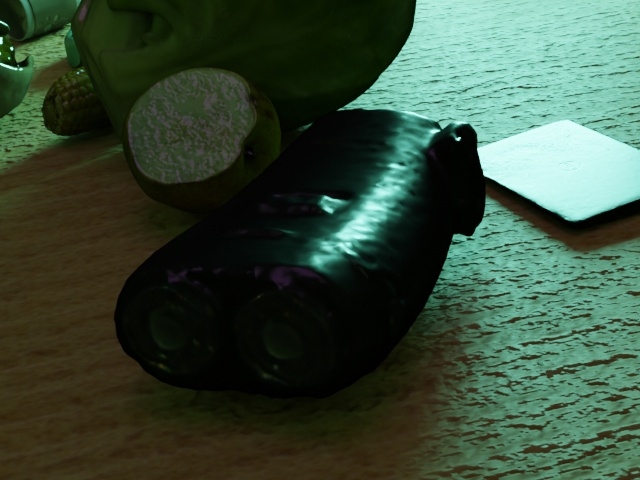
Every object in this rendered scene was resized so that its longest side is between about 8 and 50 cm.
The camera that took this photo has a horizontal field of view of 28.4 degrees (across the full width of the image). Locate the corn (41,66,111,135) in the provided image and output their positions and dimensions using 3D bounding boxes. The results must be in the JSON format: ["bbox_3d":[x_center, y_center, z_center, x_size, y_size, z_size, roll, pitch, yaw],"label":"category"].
[{"bbox_3d":[-0.205,-0.178,1.382,0.080,0.080,0.231,17,35,41],"label":"corn"}]

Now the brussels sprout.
[{"bbox_3d":[-0.077,-0.235,1.252,0.354,0.281,0.289,-31,46,0],"label":"brussels sprout"}]

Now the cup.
[{"bbox_3d":[-0.389,-0.313,1.745,0.099,0.102,0.074,-29,71,-40],"label":"cup"}]

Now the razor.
[{"bbox_3d":[0.001,0.003,0.917,0.189,0.107,0.327,4,27,23],"label":"razor"}]

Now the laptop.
[{"bbox_3d":[0.218,-0.059,1.103,0.135,0.016,0.197,-18,26,-19],"label":"laptop"}]

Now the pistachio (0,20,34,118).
[{"bbox_3d":[-0.411,-0.178,1.375,0.153,0.138,0.238,-31,2,45],"label":"pistachio"}]

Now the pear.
[{"bbox_3d":[-0.100,-0.079,1.122,0.141,0.104,0.141,-8,58,13],"label":"pear"}]

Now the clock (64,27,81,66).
[{"bbox_3d":[-0.251,-0.254,1.599,0.135,0.041,0.101,-4,25,4],"label":"clock"}]
